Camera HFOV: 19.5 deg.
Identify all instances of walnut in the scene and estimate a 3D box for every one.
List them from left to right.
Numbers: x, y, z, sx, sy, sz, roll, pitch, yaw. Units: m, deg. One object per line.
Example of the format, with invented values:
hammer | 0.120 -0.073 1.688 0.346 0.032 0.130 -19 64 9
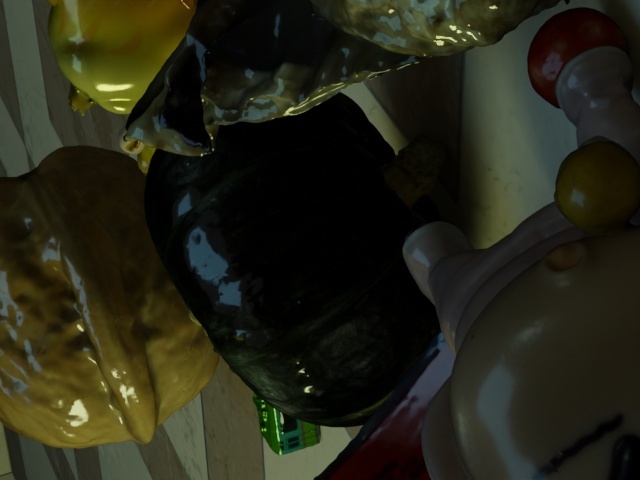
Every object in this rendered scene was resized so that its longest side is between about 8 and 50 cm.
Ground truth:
walnut | -0.197 0.054 1.555 0.257 0.225 0.257 157 90 -79

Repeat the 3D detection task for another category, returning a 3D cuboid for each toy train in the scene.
toy train | -0.035 0.061 1.351 0.044 0.042 0.209 -130 28 -52

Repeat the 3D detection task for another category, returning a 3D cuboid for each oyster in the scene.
oyster | -0.013 -0.111 0.853 0.294 0.094 0.166 -29 42 38

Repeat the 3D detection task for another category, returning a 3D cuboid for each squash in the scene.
squash | -0.004 0.004 0.982 0.193 0.156 0.193 41 -141 -46

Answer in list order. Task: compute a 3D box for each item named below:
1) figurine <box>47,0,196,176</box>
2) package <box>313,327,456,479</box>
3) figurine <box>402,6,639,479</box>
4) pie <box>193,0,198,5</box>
figurine | -0.131 -0.138 1.358 0.246 0.131 0.156 72 -147 -60
package | 0.091 0.160 0.839 0.269 0.194 0.071 54 -166 32
figurine | 0.098 0.045 0.701 0.186 0.176 0.287 55 -165 -42
pie | -0.041 -0.168 1.140 0.195 0.046 0.195 162 90 -73
